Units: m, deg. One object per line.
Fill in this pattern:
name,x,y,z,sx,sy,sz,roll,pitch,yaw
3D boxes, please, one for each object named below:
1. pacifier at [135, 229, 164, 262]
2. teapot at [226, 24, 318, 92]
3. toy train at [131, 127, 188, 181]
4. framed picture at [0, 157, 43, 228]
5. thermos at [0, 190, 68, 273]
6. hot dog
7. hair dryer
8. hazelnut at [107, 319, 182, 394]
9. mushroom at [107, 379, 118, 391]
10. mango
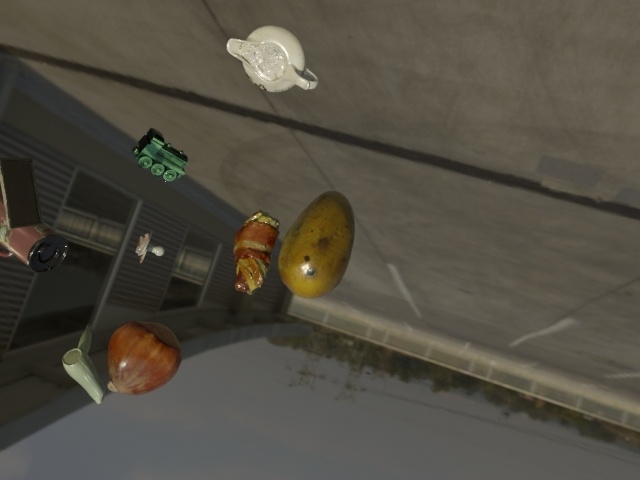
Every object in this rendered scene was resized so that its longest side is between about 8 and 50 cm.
pacifier,-0.479,0.021,1.914,0.078,0.099,0.081,22,158,-20
teapot,-0.136,-0.571,2.158,0.300,0.208,0.166,29,-161,12
toy train,-0.454,-0.240,1.940,0.170,0.111,0.071,30,-156,-44
framed picture,-0.633,-0.101,1.426,0.011,0.149,0.109,-7,-176,12
thermos,-0.790,-0.036,1.713,0.330,0.109,0.136,32,141,22
hot dog,-0.164,0.026,1.628,0.103,0.213,0.146,18,150,-10
hair dryer,-0.726,0.363,2.119,0.075,0.237,0.206,-15,132,0
hazelnut,-0.413,0.280,1.590,0.182,0.182,0.182,18,173,2
mushroom,-0.598,0.403,1.997,0.079,0.085,0.085,55,171,-1
mango,0.005,-0.001,1.591,0.177,0.329,0.175,-16,121,41
